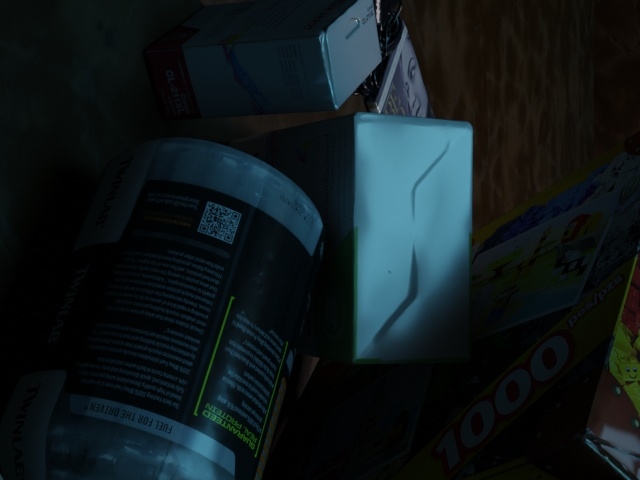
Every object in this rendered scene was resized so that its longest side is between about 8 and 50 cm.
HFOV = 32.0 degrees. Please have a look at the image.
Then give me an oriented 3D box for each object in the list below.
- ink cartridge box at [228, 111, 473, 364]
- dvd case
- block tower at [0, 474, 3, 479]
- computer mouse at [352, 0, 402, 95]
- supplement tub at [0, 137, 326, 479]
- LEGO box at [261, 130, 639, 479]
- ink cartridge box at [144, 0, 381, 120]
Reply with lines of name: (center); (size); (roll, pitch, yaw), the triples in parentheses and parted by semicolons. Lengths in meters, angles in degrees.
ink cartridge box: (0.000, 0.000, 1.055); (0.119, 0.353, 0.207); (1, 89, -25)
dvd case: (0.121, -0.172, 1.575); (0.221, 0.018, 0.165); (64, 36, -45)
block tower: (-0.205, 0.218, 0.623); (0.335, 0.097, 0.091); (63, 26, -3)
computer mouse: (0.049, -0.330, 1.366); (0.188, 0.072, 0.272); (-61, 155, -50)
supplement tub: (-0.121, 0.098, 0.830); (0.193, 0.193, 0.316); (60, 38, -48)
LEGO box: (0.167, 0.162, 1.037); (0.193, 0.500, 0.372); (41, 47, -13)
ink cartridge box: (-0.048, -0.167, 1.009); (0.127, 0.175, 0.072); (-52, 136, -53)
